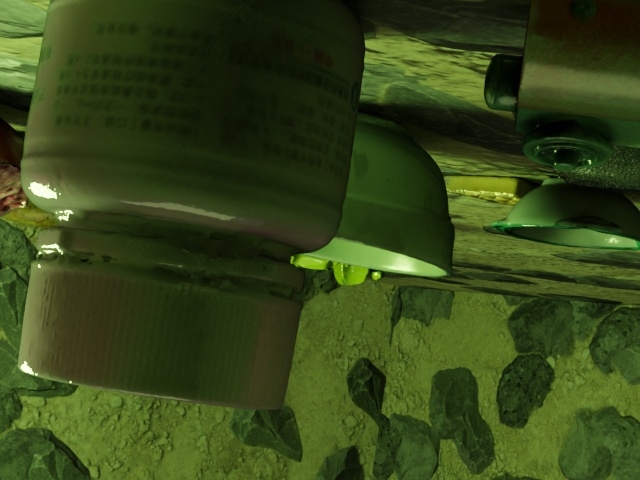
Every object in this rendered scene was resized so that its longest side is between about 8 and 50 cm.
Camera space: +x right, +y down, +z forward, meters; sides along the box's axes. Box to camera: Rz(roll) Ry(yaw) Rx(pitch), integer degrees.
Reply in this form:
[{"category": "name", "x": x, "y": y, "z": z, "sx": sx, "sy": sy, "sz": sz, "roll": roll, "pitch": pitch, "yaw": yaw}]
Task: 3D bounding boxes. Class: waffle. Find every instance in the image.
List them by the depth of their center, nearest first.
[{"category": "waffle", "x": 0.279, "y": -0.058, "z": 1.751, "sx": 0.125, "sy": 0.032, "sz": 0.191, "roll": 3, "pitch": 171, "yaw": 37}]

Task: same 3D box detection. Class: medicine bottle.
[{"category": "medicine bottle", "x": -0.106, "y": -0.041, "z": 0.965, "sx": 0.256, "sy": 0.325, "sz": 0.256, "roll": 7, "pitch": 174, "yaw": 1}]

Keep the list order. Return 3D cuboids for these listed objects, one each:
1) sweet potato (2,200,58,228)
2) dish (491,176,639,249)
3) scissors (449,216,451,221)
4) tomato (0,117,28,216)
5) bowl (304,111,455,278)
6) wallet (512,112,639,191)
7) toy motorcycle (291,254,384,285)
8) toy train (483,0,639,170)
[{"category": "sweet potato", "x": -0.492, "y": -0.098, "z": 1.983, "sx": 0.369, "sy": 0.158, "sz": 0.158, "roll": 8, "pitch": 175, "yaw": -2}, {"category": "dish", "x": 0.341, "y": -0.039, "z": 1.605, "sx": 0.224, "sy": 0.078, "sz": 0.246, "roll": 8, "pitch": 176, "yaw": 5}, {"category": "scissors", "x": 0.132, "y": -0.046, "z": 2.255, "sx": 0.144, "sy": 0.017, "sz": 0.247, "roll": 11, "pitch": 176, "yaw": -18}, {"category": "tomato", "x": -0.544, "y": -0.123, "z": 1.721, "sx": 0.289, "sy": 0.176, "sz": 0.335, "roll": -15, "pitch": 168, "yaw": 17}, {"category": "bowl", "x": 0.015, "y": -0.061, "z": 1.440, "sx": 0.307, "sy": 0.163, "sz": 0.307, "roll": 9, "pitch": 176, "yaw": 1}, {"category": "wallet", "x": 0.310, "y": -0.097, "z": 1.157, "sx": 0.221, "sy": 0.071, "sz": 0.262, "roll": 12, "pitch": 174, "yaw": 29}, {"category": "toy motorcycle", "x": 0.000, "y": -0.002, "z": 2.310, "sx": 0.206, "sy": 0.142, "sz": 0.342, "roll": -9, "pitch": -170, "yaw": -27}, {"category": "toy train", "x": 0.259, "y": -0.112, "z": 0.853, "sx": 0.285, "sy": 0.116, "sz": 0.177, "roll": 9, "pitch": 163, "yaw": 8}]
